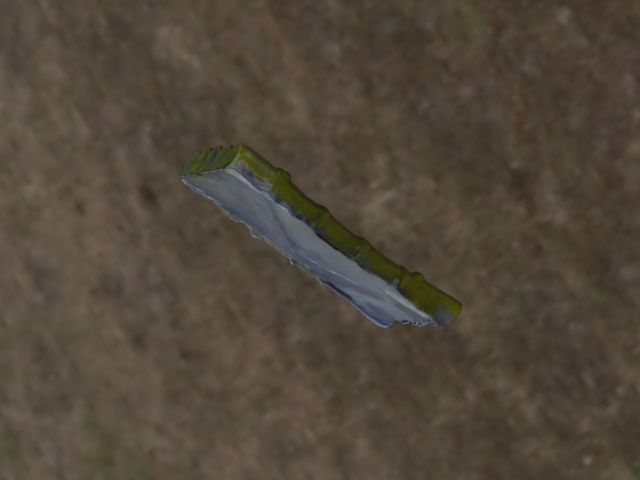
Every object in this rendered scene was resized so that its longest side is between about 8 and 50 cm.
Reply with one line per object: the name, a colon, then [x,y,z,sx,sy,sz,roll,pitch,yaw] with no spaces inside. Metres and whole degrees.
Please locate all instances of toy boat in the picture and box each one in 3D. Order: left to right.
toy boat: [0.000,0.000,0.805,0.115,0.016,0.063,37,165,-18]
